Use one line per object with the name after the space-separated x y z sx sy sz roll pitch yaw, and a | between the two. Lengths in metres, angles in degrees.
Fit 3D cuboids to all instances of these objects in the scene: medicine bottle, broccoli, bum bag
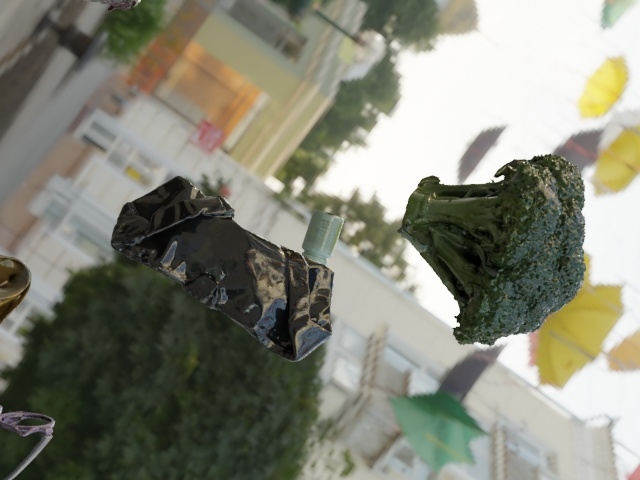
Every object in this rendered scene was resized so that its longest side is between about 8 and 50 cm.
0.000 0.000 1.889 0.047 0.047 0.083 -159 -94 -80 | medicine bottle
0.259 0.007 1.956 0.304 0.283 0.321 16 95 -78 | broccoli
-0.112 0.030 1.652 0.137 0.310 0.074 -58 -177 -23 | bum bag

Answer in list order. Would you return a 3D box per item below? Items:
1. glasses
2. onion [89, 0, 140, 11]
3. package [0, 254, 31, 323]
-0.318 0.218 1.286 0.062 0.140 0.103 -8 104 -60 | glasses
-0.275 -0.423 1.455 0.337 0.282 0.260 -174 -75 -80 | onion
-0.503 0.052 1.482 0.221 0.165 0.311 -51 -147 -19 | package
